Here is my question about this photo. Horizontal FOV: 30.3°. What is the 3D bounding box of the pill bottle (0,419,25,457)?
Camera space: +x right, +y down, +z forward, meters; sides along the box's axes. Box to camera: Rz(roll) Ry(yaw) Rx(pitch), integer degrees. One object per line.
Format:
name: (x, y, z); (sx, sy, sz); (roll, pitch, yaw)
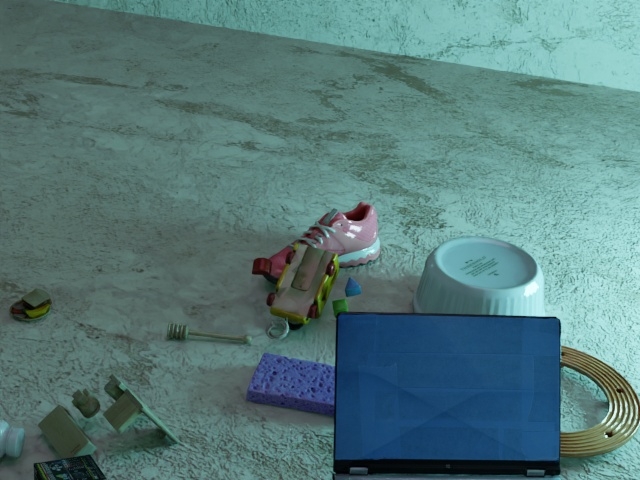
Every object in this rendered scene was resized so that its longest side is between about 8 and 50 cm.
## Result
pill bottle: (-0.543, 0.320, 1.911); (0.116, 0.065, 0.065); (6, 30, 4)

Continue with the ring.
ring: (0.411, 0.289, 2.141); (0.337, 0.032, 0.336); (4, 29, -2)

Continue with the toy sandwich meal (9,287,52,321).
toy sandwich meal: (-0.560, 0.125, 2.283); (0.086, 0.029, 0.085); (4, 30, -2)

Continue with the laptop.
laptop: (0.219, 0.324, 1.846); (0.382, 0.236, 0.408); (1, 30, -5)

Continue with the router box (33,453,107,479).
router box: (-0.388, 0.374, 1.827); (0.092, 0.038, 0.122); (-5, 11, -23)

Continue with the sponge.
sponge: (-0.017, 0.263, 2.123); (0.210, 0.031, 0.117); (10, 30, 8)

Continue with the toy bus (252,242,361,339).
toy bus: (-0.034, 0.109, 2.313); (0.202, 0.104, 0.191); (-23, 57, -8)

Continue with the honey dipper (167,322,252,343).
honey dipper: (-0.210, 0.178, 2.245); (0.161, 0.030, 0.030); (6, 30, -3)

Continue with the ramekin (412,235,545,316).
ramekin: (0.324, 0.096, 2.365); (0.273, 0.127, 0.273); (4, 30, -2)

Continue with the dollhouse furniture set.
dollhouse furniture set: (-0.354, 0.322, 1.975); (0.151, 0.123, 0.144); (-44, 46, -9)

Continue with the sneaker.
sneaker: (0.000, 0.000, 2.477); (0.314, 0.136, 0.116); (-23, 39, -38)
